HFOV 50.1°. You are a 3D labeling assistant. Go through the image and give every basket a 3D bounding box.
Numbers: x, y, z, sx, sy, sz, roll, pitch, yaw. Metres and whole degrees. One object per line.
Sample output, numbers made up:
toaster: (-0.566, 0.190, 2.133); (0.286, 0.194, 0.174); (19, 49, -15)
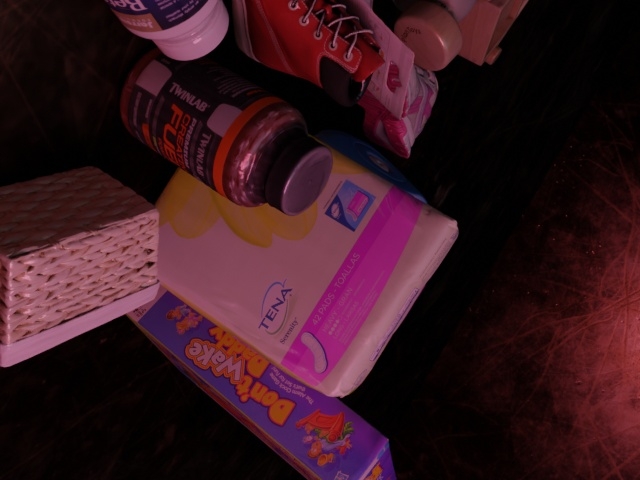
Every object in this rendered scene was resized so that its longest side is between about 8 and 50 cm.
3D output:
basket: (-0.234, 0.013, 0.599); (0.167, 0.113, 0.103); (-28, 141, -50)

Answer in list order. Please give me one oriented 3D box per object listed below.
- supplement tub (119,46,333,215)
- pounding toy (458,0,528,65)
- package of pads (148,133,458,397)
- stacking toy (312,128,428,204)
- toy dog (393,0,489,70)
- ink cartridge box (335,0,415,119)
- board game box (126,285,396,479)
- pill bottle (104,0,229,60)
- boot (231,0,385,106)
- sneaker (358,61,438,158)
supplement tub: (-0.085, -0.100, 0.636); (0.106, 0.198, 0.106); (-43, 152, -29)
pounding toy: (0.271, -0.378, 1.124); (0.181, 0.094, 0.206); (-53, 166, -22)
package of pads: (-0.036, 0.006, 0.745); (0.229, 0.297, 0.101); (-57, 166, 2)
stacking toy: (0.000, 0.000, 1.025); (0.175, 0.165, 0.301); (5, 127, -54)
toy dog: (0.100, -0.366, 0.777); (0.220, 0.161, 0.333); (-37, 135, -33)
ink cartridge box: (0.046, -0.230, 0.716); (0.045, 0.179, 0.145); (-39, 167, -10)
board game box: (-0.069, 0.198, 0.862); (0.078, 0.347, 0.233); (-48, 155, -17)
pill bottle: (-0.132, -0.216, 0.526); (0.094, 0.094, 0.169); (-53, 156, -8)
boot: (-0.012, -0.238, 0.631); (0.088, 0.176, 0.244); (-45, 153, -19)
sneaker: (0.112, -0.226, 1.005); (0.111, 0.103, 0.252); (-57, 164, -10)
